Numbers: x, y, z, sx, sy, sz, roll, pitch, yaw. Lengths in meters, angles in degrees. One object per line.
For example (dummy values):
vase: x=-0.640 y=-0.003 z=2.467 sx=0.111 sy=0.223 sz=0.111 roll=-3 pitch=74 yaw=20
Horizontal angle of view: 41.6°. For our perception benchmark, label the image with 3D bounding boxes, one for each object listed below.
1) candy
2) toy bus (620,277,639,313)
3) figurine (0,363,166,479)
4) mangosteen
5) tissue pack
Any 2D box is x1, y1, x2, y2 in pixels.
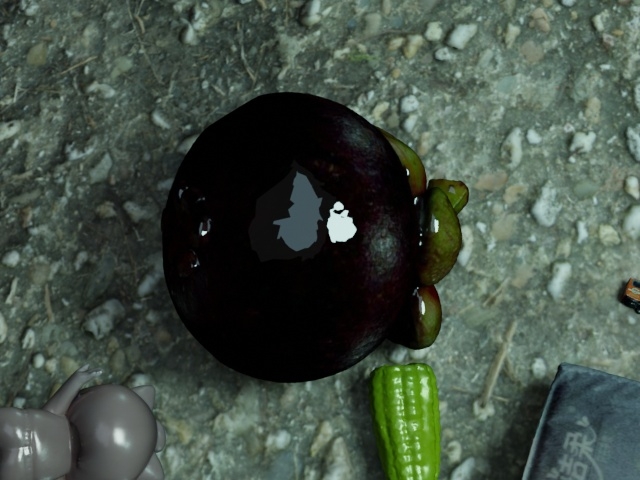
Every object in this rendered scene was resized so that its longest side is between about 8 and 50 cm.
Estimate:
candy: x=0.118 y=0.266 z=1.137 sx=0.096 sy=0.097 sz=0.209 roll=-6 pitch=71 yaw=2
toy bus: x=0.491 y=0.090 z=1.211 sx=0.110 sy=0.031 sz=0.043 roll=20 pitch=64 yaw=13
figurine: x=-0.354 y=0.268 z=1.125 sx=0.287 sy=0.186 sz=0.176 roll=-5 pitch=75 yaw=-35
mangosteen: x=0.000 y=0.000 z=1.142 sx=0.435 sy=0.382 sz=0.382 roll=5 pitch=62 yaw=-35
tissue pack: x=0.440 y=0.326 z=0.998 sx=0.394 sy=0.124 sz=0.288 roll=14 pitch=45 yaw=21
